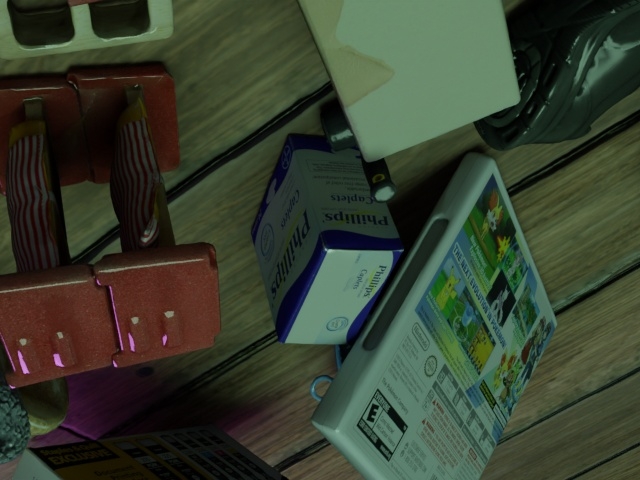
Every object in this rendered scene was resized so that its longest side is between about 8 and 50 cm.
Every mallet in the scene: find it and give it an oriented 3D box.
[{"bbox_3d":[0.028,-0.068,0.717,0.062,0.190,0.039,-18,114,12],"label":"mallet"}]

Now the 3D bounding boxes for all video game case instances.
[{"bbox_3d":[0.136,0.125,0.941,0.300,0.036,0.329,-58,142,-19],"label":"video game case"}]

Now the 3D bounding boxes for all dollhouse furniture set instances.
[{"bbox_3d":[-0.159,-0.101,0.579,0.152,0.201,0.374,-10,140,-12],"label":"dollhouse furniture set"}]

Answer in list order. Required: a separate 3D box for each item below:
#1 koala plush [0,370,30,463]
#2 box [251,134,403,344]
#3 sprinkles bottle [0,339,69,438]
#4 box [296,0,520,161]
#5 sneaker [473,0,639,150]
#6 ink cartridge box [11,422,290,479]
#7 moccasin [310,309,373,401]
[{"bbox_3d":[-0.367,0.091,0.717,0.196,0.221,0.203,-17,172,8],"label":"koala plush"},{"bbox_3d":[0.000,0.000,0.808,0.072,0.137,0.126,2,136,-23],"label":"box"},{"bbox_3d":[-0.414,0.205,0.888,0.355,0.121,0.121,-30,139,12],"label":"sprinkles bottle"},{"bbox_3d":[0.025,-0.210,0.575,0.121,0.148,0.311,-22,139,5],"label":"box"},{"bbox_3d":[0.239,-0.186,0.739,0.130,0.109,0.286,0,144,-36],"label":"sneaker"},{"bbox_3d":[-0.176,0.287,0.958,0.309,0.272,0.130,13,105,-63],"label":"ink cartridge box"},{"bbox_3d":[0.078,0.195,1.054,0.117,0.138,0.342,-37,139,-4],"label":"moccasin"}]
